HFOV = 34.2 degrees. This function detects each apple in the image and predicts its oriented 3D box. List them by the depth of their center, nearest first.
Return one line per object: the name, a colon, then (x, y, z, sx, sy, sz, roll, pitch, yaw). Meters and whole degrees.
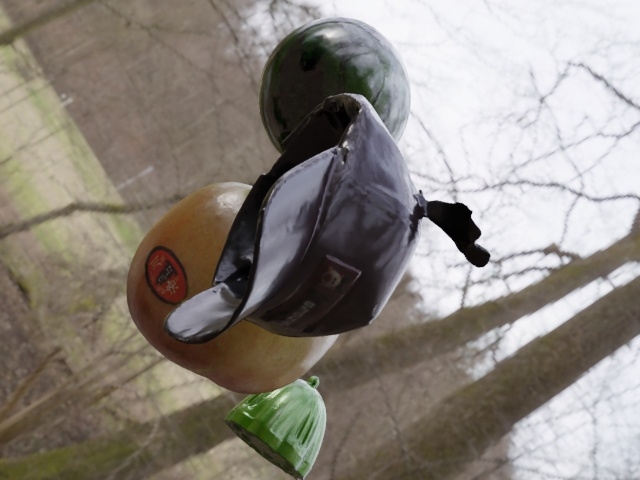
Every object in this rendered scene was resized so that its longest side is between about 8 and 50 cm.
apple: (-0.119, 0.061, 1.621, 0.338, 0.305, 0.338, 34, 8, -5)

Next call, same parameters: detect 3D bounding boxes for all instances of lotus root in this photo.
lotus root: (-0.055, 0.314, 1.874, 0.186, 0.186, 0.186, 55, -10, 15)

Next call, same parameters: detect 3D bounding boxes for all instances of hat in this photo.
hat: (0.013, 0.026, 0.965, 0.209, 0.238, 0.336, 40, 32, -8)

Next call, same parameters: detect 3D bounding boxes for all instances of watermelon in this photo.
watermelon: (0.021, -0.216, 1.583, 0.242, 0.242, 0.242, 55, -10, 15)
